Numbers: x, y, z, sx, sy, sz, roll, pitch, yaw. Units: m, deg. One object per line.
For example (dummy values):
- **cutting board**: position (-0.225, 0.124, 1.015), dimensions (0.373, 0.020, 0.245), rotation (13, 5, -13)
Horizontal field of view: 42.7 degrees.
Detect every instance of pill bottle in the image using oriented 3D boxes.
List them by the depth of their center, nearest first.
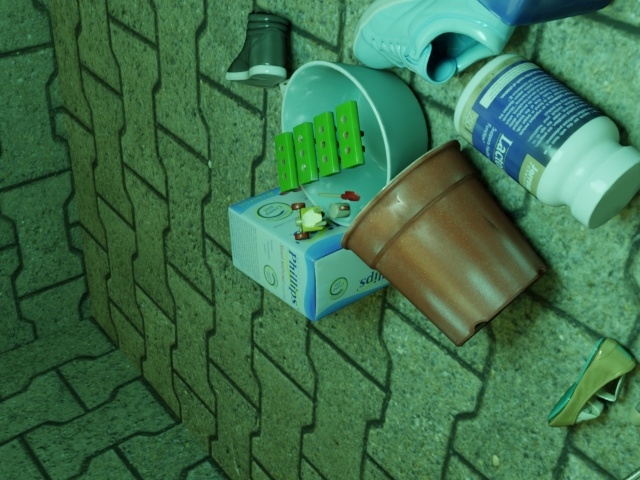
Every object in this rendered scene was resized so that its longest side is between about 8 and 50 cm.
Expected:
- **pill bottle**: position (0.336, -0.145, 1.197), dimensions (0.265, 0.153, 0.153), rotation (46, 142, 30)

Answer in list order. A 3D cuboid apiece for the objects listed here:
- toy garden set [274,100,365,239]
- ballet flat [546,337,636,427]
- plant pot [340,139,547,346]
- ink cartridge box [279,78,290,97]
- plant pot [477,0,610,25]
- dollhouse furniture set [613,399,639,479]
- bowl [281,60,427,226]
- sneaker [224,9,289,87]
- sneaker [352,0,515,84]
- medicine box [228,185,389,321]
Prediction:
- **toy garden set**: position (0.011, -0.116, 1.457), dimensions (0.244, 0.049, 0.204), rotation (-14, 81, 55)
- **ballet flat**: position (0.447, 0.256, 1.358), dimensions (0.073, 0.080, 0.232), rotation (34, 139, 19)
- **plant pot**: position (0.220, 0.019, 1.389), dimensions (0.265, 0.272, 0.272), rotation (50, 144, 12)
- **ink cartridge box**: position (-0.057, -0.310, 1.780), dimensions (0.048, 0.028, 0.083), rotation (1, 110, 55)
- **plant pot**: position (0.281, -0.435, 1.035), dimensions (0.236, 0.235, 0.212), rotation (52, 138, 23)
- **dollhouse furniture set**: position (0.496, 0.350, 1.068), dimensions (0.303, 0.173, 0.355), rotation (53, -170, 19)
- **bowl**: position (0.080, -0.196, 1.527), dimensions (0.311, 0.163, 0.312), rotation (32, 133, 41)
- **sneaker**: position (-0.134, -0.415, 1.779), dimensions (0.295, 0.104, 0.147), rotation (-167, 83, -69)
- **sneaker**: position (0.160, -0.318, 1.313), dimensions (0.366, 0.135, 0.150), rotation (-10, 57, 57)
- **medicine box**: position (0.000, 0.000, 1.669), dimensions (0.289, 0.263, 0.149), rotation (30, 133, 43)
